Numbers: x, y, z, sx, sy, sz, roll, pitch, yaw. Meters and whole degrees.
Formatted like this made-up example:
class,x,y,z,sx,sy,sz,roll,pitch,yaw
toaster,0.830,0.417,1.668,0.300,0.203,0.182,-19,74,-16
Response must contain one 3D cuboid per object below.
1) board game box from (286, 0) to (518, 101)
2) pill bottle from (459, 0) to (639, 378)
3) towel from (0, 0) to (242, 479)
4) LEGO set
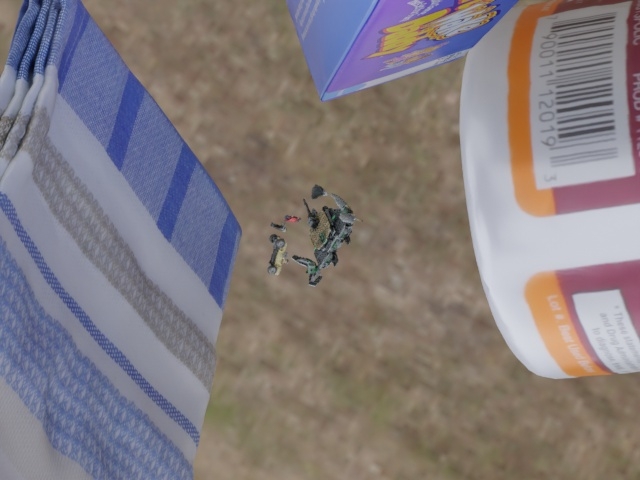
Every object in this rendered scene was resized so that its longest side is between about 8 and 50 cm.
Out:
class,x,y,z,sx,sy,sz,roll,pitch,yaw
board game box,0.013,-0.198,0.743,0.347,0.078,0.233,146,105,-84
pill bottle,0.294,-0.051,1.027,0.392,0.224,0.224,-7,138,22
towel,-0.102,0.046,0.825,0.034,0.285,0.209,-10,138,24
LEGO set,0.000,-0.002,1.009,0.023,0.054,0.083,13,180,-27
